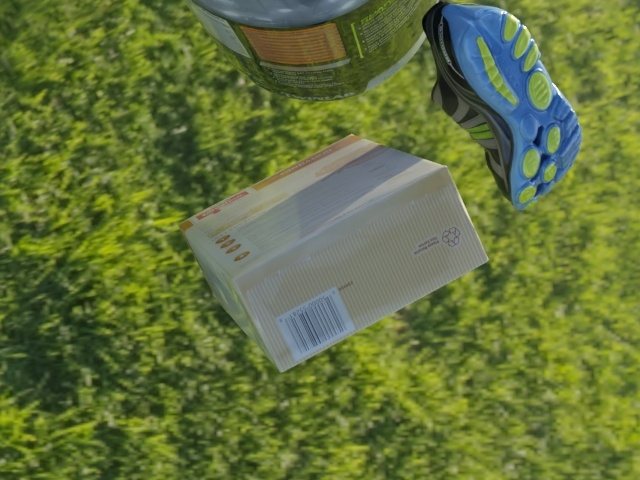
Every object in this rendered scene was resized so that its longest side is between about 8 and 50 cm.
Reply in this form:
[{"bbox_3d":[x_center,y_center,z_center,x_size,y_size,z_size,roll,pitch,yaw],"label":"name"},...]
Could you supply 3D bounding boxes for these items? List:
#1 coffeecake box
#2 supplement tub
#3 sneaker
[{"bbox_3d":[0.000,0.000,0.818,0.142,0.185,0.068,-28,107,-9],"label":"coffeecake box"},{"bbox_3d":[-0.014,-0.216,0.869,0.194,0.316,0.193,0,84,5],"label":"supplement tub"},{"bbox_3d":[0.122,-0.094,0.866,0.067,0.078,0.188,-42,134,-8],"label":"sneaker"}]
